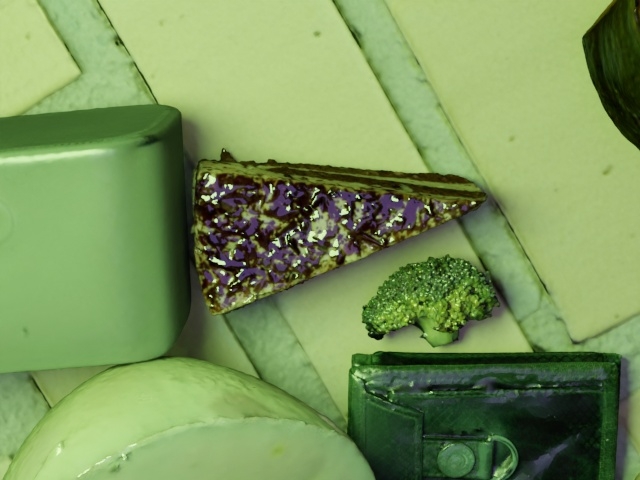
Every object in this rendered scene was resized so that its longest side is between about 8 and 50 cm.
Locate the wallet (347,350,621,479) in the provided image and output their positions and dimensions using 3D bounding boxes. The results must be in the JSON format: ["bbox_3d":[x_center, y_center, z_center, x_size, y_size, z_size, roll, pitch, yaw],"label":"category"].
[{"bbox_3d":[0.140,0.175,1.652,0.236,0.055,0.160,1,105,0],"label":"wallet"}]

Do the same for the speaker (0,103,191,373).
[{"bbox_3d":[-0.308,0.006,1.564,0.406,0.183,0.184,-5,103,7],"label":"speaker"}]

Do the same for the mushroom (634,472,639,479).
[{"bbox_3d":[0.367,0.258,1.643,0.223,0.092,0.081,20,55,-5],"label":"mushroom"}]

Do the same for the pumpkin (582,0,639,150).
[{"bbox_3d":[0.370,-0.156,1.511,0.303,0.225,0.256,17,96,-1],"label":"pumpkin"}]

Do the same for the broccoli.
[{"bbox_3d":[0.092,0.059,1.625,0.097,0.095,0.092,-36,121,-29],"label":"broccoli"}]

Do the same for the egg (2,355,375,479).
[{"bbox_3d":[-0.137,0.209,1.576,0.337,0.201,0.337,-17,133,-19],"label":"egg"}]

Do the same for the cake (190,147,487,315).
[{"bbox_3d":[0.010,0.006,1.601,0.246,0.112,0.135,6,101,-3],"label":"cake"}]
